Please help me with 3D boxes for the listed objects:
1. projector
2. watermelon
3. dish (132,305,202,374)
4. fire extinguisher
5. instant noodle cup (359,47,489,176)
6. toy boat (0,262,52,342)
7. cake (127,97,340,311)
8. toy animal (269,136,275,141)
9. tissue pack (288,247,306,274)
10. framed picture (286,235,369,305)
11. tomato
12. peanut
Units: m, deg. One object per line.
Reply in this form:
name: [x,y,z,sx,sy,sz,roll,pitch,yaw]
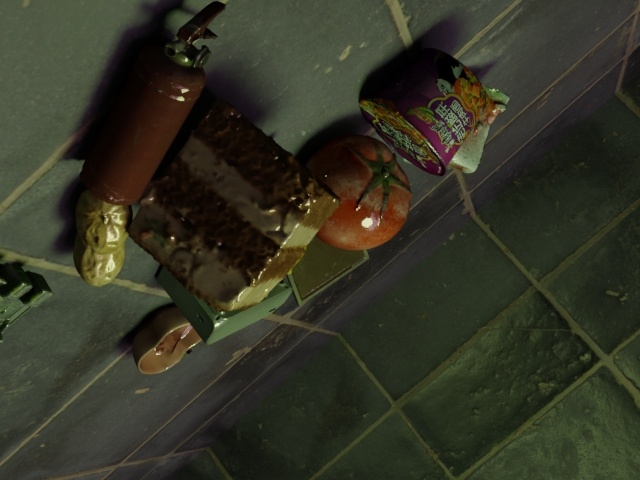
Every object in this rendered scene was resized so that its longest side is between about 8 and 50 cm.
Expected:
projector: [-0.216,0.098,1.778,0.250,0.198,0.108,-23,156,-45]
watermelon: [0.349,-0.280,1.984,0.320,0.214,0.289,-32,163,14]
dish: [-0.389,0.238,1.947,0.213,0.090,0.213,-34,159,-15]
fire extinguisher: [-0.241,-0.211,1.164,0.337,0.106,0.147,-51,-176,31]
instant noodle cup: [0.241,-0.294,1.723,0.190,0.251,0.251,-49,163,-5]
toy boat: [-0.609,0.160,1.307,0.319,0.092,0.141,-39,160,0]
cake: [-0.145,-0.052,1.376,0.290,0.255,0.282,-50,172,7]
toy animal: [-0.144,-0.106,1.611,0.146,0.114,0.245,-37,142,-30]
tissue pack: [-0.093,-0.006,1.793,0.123,0.127,0.178,-45,-163,13]
framed picture: [0.000,0.000,2.040,0.247,0.022,0.335,-34,138,-14]
tomato: [0.071,-0.103,1.781,0.265,0.265,0.265,-36,162,-14]
peanut: [-0.379,-0.010,1.341,0.103,0.098,0.229,-59,176,-40]
